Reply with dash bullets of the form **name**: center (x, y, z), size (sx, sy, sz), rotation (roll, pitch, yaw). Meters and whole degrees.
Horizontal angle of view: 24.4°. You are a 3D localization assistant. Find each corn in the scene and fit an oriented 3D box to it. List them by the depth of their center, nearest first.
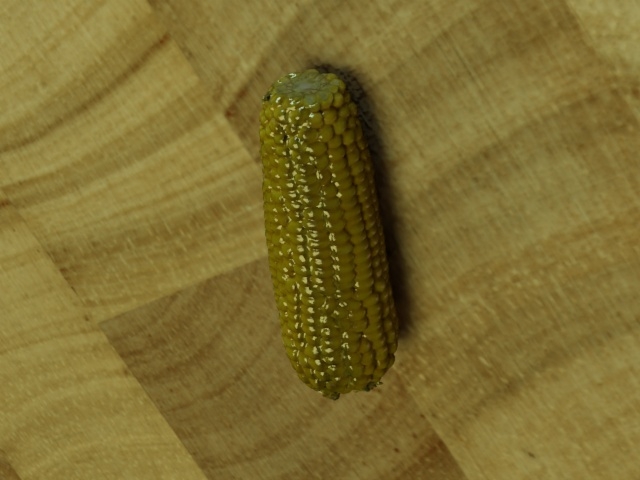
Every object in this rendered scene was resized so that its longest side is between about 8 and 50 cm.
- **corn**: center (0.004, 0.001, 1.089), size (0.091, 0.091, 0.260), rotation (12, 127, 32)
